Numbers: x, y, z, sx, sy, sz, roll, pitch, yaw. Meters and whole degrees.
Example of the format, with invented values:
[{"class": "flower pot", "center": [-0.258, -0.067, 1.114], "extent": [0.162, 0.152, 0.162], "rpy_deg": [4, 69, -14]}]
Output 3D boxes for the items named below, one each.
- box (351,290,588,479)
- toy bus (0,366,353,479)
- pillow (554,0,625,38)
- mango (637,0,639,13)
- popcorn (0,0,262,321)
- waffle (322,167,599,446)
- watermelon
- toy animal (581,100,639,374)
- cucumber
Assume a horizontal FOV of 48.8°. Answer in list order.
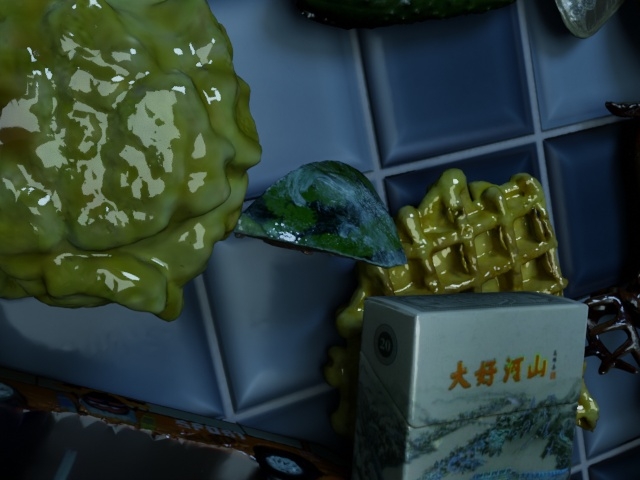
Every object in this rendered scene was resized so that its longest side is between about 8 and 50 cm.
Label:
[{"class": "box", "center": [0.109, 0.170, 0.529], "extent": [0.164, 0.069, 0.256], "rpy_deg": [0, 97, -29]}, {"class": "toy bus", "center": [-0.152, 0.156, 0.493], "extent": [0.409, 0.092, 0.093], "rpy_deg": [21, 90, -22]}, {"class": "pillow", "center": [0.208, -0.290, 0.612], "extent": [0.130, 0.033, 0.217], "rpy_deg": [-44, 109, -24]}, {"class": "mango", "center": [0.447, -0.190, 0.647], "extent": [0.330, 0.176, 0.175], "rpy_deg": [9, 124, -24]}, {"class": "popcorn", "center": [-0.153, -0.061, 0.423], "extent": [0.217, 0.181, 0.234], "rpy_deg": [-9, 94, -16]}, {"class": "waffle", "center": [0.135, 0.096, 0.614], "extent": [0.283, 0.065, 0.309], "rpy_deg": [26, 90, -19]}, {"class": "watermelon", "center": [0.004, -0.008, 0.506], "extent": [0.080, 0.101, 0.155], "rpy_deg": [-47, 154, 12]}, {"class": "toy animal", "center": [0.325, -0.016, 0.677], "extent": [0.260, 0.087, 0.243], "rpy_deg": [-14, 88, -18]}, {"class": "cucumber", "center": [0.083, -0.204, 0.559], "extent": [0.228, 0.069, 0.069], "rpy_deg": [-11, 100, -23]}]
